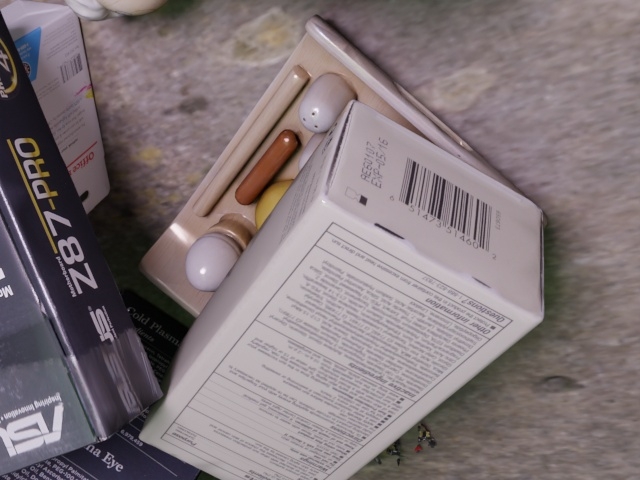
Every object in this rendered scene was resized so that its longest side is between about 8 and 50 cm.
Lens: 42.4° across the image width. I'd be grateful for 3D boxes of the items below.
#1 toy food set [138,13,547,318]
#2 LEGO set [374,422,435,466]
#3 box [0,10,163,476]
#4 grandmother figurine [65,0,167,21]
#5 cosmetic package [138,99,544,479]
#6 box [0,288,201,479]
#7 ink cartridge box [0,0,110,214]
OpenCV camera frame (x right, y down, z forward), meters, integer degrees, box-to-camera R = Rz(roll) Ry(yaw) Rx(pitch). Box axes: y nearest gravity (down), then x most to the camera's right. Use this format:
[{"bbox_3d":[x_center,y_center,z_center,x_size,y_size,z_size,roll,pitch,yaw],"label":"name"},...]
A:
[{"bbox_3d":[0.000,0.000,0.665,0.220,0.092,0.306,39,132,-5],"label":"toy food set"},{"bbox_3d":[0.075,0.201,0.828,0.083,0.023,0.054,-8,123,15],"label":"LEGO set"},{"bbox_3d":[-0.356,0.045,0.623,0.395,0.097,0.318,-21,94,18],"label":"box"},{"bbox_3d":[-0.063,-0.187,0.498,0.342,0.208,0.104,7,94,47],"label":"grandmother figurine"},{"bbox_3d":[0.004,0.068,0.602,0.160,0.113,0.309,29,133,-12],"label":"cosmetic package"},{"bbox_3d":[-0.259,0.283,0.855,0.179,0.312,0.343,33,132,0],"label":"box"},{"bbox_3d":[-0.244,-0.098,0.703,0.062,0.104,0.181,12,127,17],"label":"ink cartridge box"}]
